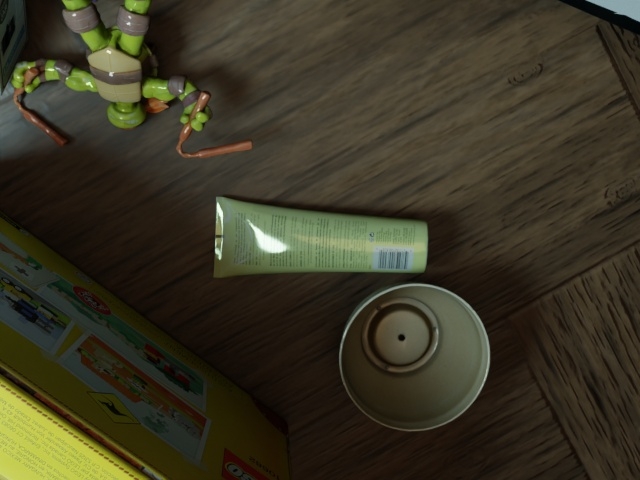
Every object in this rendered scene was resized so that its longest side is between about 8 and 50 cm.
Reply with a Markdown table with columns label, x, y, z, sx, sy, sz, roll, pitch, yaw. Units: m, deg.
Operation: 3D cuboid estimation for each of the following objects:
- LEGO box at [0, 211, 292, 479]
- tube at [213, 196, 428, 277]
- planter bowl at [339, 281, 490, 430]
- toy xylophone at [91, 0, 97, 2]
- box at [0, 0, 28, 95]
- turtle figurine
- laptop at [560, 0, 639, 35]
| label | x | y | z | sx | sy | sz | roll | pitch | yaw |
| --- | --- | --- | --- | --- | --- | --- | --- | --- | --- |
| LEGO box | -0.272 | 0.167 | 0.848 | 0.500 | 0.372 | 0.193 | 38 | 94 | -8 |
| tube | 0.000 | 0.000 | 1.005 | 0.240 | 0.062 | 0.070 | 2 | 54 | 1 |
| planter bowl | 0.096 | 0.117 | 0.998 | 0.162 | 0.109 | 0.162 | -1 | 98 | -4 |
| toy xylophone | -0.359 | -0.352 | 0.860 | 0.323 | 0.236 | 0.081 | 13 | 59 | 0 |
| box | -0.370 | -0.275 | 0.824 | 0.169 | 0.290 | 0.087 | 16 | 60 | -5 |
| turtle figurine | -0.196 | -0.186 | 0.919 | 0.270 | 0.087 | 0.217 | 13 | 141 | 7 |
| laptop | 0.347 | -0.376 | 0.940 | 0.234 | 0.136 | 0.264 | 31 | 70 | 20 |
